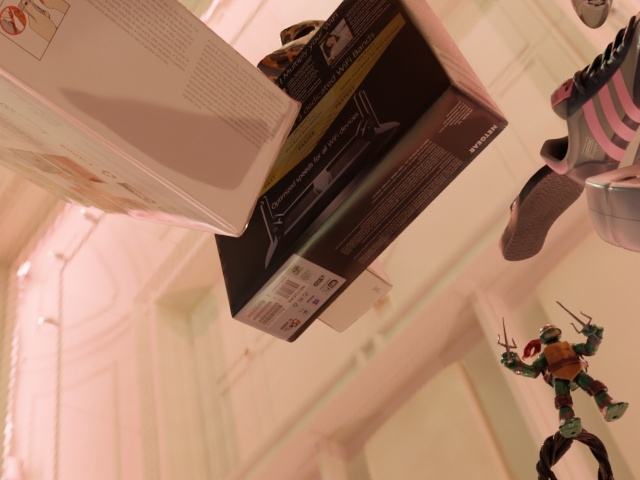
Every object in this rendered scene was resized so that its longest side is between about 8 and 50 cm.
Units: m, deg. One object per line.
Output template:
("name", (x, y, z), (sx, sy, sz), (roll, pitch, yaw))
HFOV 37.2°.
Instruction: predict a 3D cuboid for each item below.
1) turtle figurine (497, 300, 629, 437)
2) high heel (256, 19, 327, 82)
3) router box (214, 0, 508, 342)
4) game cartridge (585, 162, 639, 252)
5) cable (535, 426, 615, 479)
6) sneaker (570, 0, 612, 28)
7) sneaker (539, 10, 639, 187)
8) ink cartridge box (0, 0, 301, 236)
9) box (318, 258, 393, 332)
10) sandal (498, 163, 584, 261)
("turtle figurine", (0.406, 0.204, 1.586), (0.175, 0.118, 0.234), (-33, -130, 15))
("high heel", (-0.048, -0.266, 1.323), (0.261, 0.186, 0.093), (42, -57, 49))
("router box", (0.013, -0.089, 0.944), (0.309, 0.081, 0.243), (-46, -143, 23))
("game cartridge", (0.309, -0.035, 0.602), (0.294, 0.196, 0.060), (-169, -113, -74))
("cable", (0.449, 0.410, 1.679), (0.047, 0.150, 0.184), (115, -12, -55))
("sneaker", (0.317, -0.302, 1.099), (0.052, 0.135, 0.058), (-3, -140, 11))
("sneaker", (0.347, -0.184, 1.148), (0.319, 0.131, 0.112), (93, 23, -46))
("ink cartridge box", (-0.223, -0.138, 0.754), (0.271, 0.309, 0.130), (9, -110, 45))
("box", (0.000, 0.000, 1.435), (0.113, 0.094, 0.275), (-44, -141, 14))
("sandal", (0.342, -0.056, 1.525), (0.254, 0.097, 0.054), (110, -28, -53))
